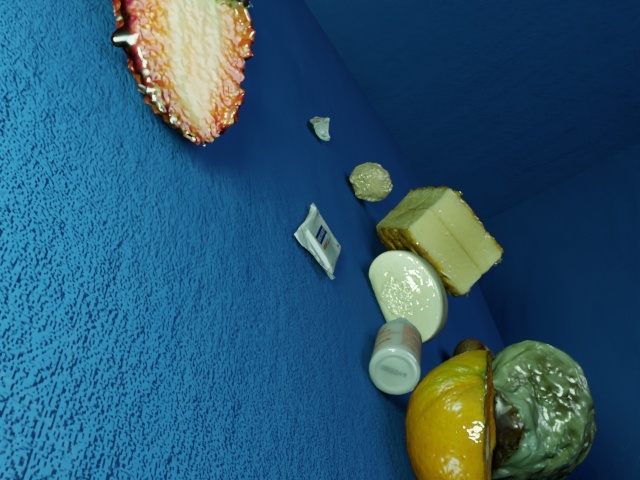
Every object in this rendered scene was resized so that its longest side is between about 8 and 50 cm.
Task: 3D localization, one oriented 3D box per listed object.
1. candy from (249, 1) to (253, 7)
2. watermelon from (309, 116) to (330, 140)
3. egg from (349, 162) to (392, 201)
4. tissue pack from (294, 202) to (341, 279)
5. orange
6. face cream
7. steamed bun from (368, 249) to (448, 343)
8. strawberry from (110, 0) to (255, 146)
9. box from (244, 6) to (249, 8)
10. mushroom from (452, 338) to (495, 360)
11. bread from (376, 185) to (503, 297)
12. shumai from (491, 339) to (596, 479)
[{"bbox_3d":[-0.237,-0.677,1.562,0.088,0.038,0.136,54,28,-11],"label":"candy"},{"bbox_3d":[0.008,-0.337,1.680,0.085,0.061,0.085,43,22,-22],"label":"watermelon"},{"bbox_3d":[0.156,-0.182,1.770,0.140,0.116,0.118,28,50,-12],"label":"egg"},{"bbox_3d":[0.000,0.000,1.195,0.123,0.026,0.193,56,18,-13],"label":"tissue pack"},{"bbox_3d":[0.281,0.351,1.067,0.310,0.274,0.274,-31,93,-32],"label":"orange"},{"bbox_3d":[0.164,0.221,1.194,0.101,0.101,0.252,59,17,-7],"label":"face cream"},{"bbox_3d":[0.238,0.134,1.442,0.200,0.154,0.250,9,57,-68],"label":"steamed bun"},{"bbox_3d":[-0.230,-0.285,0.881,0.233,0.137,0.307,21,66,-36],"label":"strawberry"},{"bbox_3d":[-0.253,-0.526,1.097,0.177,0.148,0.195,46,22,-47],"label":"box"},{"bbox_3d":[0.495,0.413,1.726,0.253,0.153,0.253,54,10,-13],"label":"mushroom"},{"bbox_3d":[0.338,-0.001,1.676,0.279,0.207,0.279,47,-8,-17],"label":"bread"},{"bbox_3d":[0.452,0.450,1.397,0.323,0.398,0.324,-3,39,-38],"label":"shumai"}]
